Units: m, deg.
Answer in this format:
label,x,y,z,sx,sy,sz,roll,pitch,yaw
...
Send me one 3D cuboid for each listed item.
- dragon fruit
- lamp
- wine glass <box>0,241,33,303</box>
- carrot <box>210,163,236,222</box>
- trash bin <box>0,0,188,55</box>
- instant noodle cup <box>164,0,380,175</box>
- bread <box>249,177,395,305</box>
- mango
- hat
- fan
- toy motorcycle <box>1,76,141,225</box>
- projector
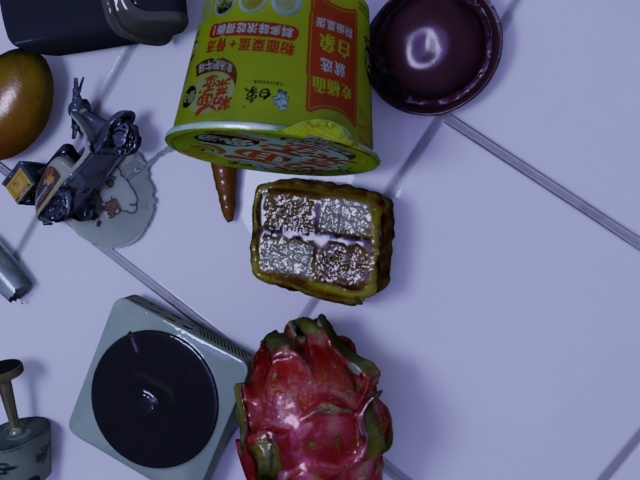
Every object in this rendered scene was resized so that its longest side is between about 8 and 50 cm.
label,x,y,z,sx,sy,sz,roll,pitch,yaw
dragon fruit,-0.015,0.263,1.093,0.231,0.237,0.303,-17,78,-4
lamp,-0.534,0.319,1.294,0.121,0.121,0.215,-3,107,16
wine glass,-0.606,0.005,1.326,0.074,0.074,0.262,-44,83,15
carrot,-0.153,-0.196,1.187,0.069,0.069,0.336,3,101,16
trash bin,-0.346,-0.401,1.164,0.290,0.182,0.209,-5,95,22
instant noodle cup,-0.054,-0.225,1.041,0.311,0.311,0.221,4,86,16
bread,0.000,0.000,1.134,0.222,0.096,0.181,10,94,16
mango,-0.536,-0.223,1.258,0.221,0.120,0.151,-29,91,16
hat,0.157,-0.279,1.070,0.205,0.089,0.205,1,95,17
fan,-0.309,-0.115,1.257,0.329,0.009,0.191,-34,81,18
toy motorcycle,-0.404,-0.136,1.238,0.263,0.091,0.157,-46,74,18
projector,-0.260,0.254,1.234,0.257,0.079,0.259,25,101,13
